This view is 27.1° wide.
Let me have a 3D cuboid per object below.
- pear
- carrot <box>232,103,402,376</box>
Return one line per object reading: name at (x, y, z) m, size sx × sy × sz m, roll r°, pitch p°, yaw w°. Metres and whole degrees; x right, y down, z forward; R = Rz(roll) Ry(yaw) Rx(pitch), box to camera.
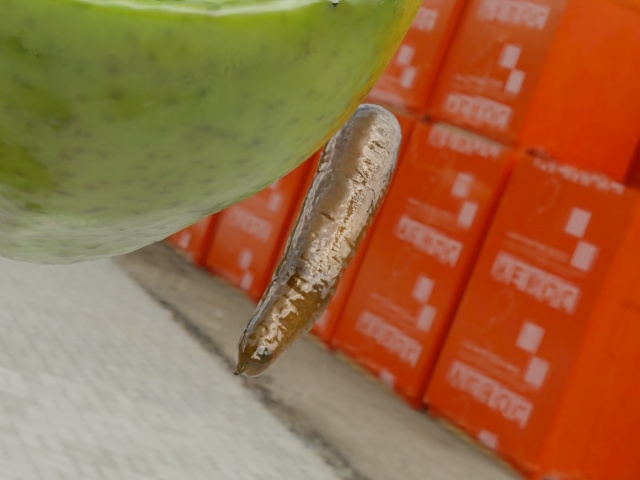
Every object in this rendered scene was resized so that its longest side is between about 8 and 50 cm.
pear at (-0.145, -0.111, 0.617) m, size 0.342 × 0.238 × 0.318 m, roll 26°, pitch -30°, yaw -2°
carrot at (0.000, 0.000, 0.927) m, size 0.059 × 0.248 × 0.059 m, roll 18°, pitch -32°, yaw 12°
